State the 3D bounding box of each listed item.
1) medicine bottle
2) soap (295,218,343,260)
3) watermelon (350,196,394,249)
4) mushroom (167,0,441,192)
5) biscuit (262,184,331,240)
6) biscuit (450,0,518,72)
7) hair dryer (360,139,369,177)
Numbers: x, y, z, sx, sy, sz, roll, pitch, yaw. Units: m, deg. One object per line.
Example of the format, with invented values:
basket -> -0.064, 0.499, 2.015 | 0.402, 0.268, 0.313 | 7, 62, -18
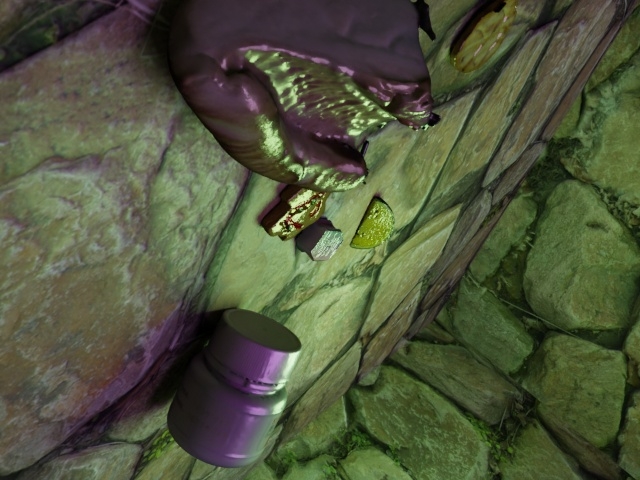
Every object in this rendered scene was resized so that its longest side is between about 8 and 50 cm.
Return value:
medicine bottle -> -0.191, 0.331, 1.546 | 0.241, 0.241, 0.302 | 0, 117, -65
soap -> 0.000, 0.000, 1.641 | 0.100, 0.056, 0.149 | -53, 160, 13
watermelon -> 0.161, -0.039, 1.882 | 0.092, 0.075, 0.181 | -21, 146, -47
mushroom -> -0.063, -0.217, 0.976 | 0.397, 0.224, 0.314 | -2, 157, -35
biscuit -> -0.026, -0.094, 1.444 | 0.212, 0.041, 0.238 | -18, 143, -53
biscuit -> 0.395, -0.497, 1.634 | 0.260, 0.041, 0.203 | -38, 159, -29
hair dryer -> 0.096, -0.188, 1.542 | 0.026, 0.047, 0.083 | -4, 116, -63
